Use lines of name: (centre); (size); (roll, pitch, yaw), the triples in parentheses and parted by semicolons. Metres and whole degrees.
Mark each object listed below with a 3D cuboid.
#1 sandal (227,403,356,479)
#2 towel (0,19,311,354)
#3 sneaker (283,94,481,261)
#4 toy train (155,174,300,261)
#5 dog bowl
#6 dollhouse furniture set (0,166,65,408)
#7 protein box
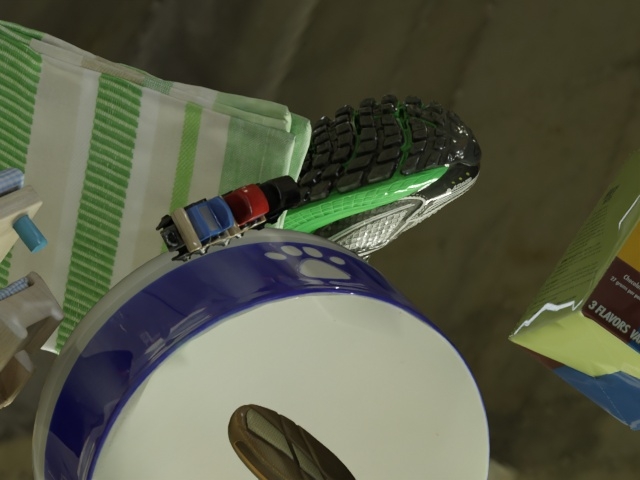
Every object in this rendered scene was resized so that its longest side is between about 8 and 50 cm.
sandal: (0.010, 0.161, 1.006); (0.049, 0.180, 0.072); (-40, -165, 13)
towel: (-0.180, -0.028, 1.418); (0.038, 0.324, 0.248); (-42, 148, -63)
sneaker: (0.000, 0.000, 1.560); (0.343, 0.146, 0.134); (-30, -156, 35)
toy train: (-0.046, -0.015, 1.045); (0.036, 0.027, 0.158); (-27, 180, 22)
dog bowl: (-0.034, 0.132, 1.164); (0.265, 0.265, 0.104); (-54, -149, 3)
dollhouse furniture set: (-0.270, -0.003, 1.013); (0.286, 0.198, 0.303); (-29, 167, -44)
protein box: (0.283, 0.026, 1.532); (0.201, 0.136, 0.200); (-55, -177, -14)
